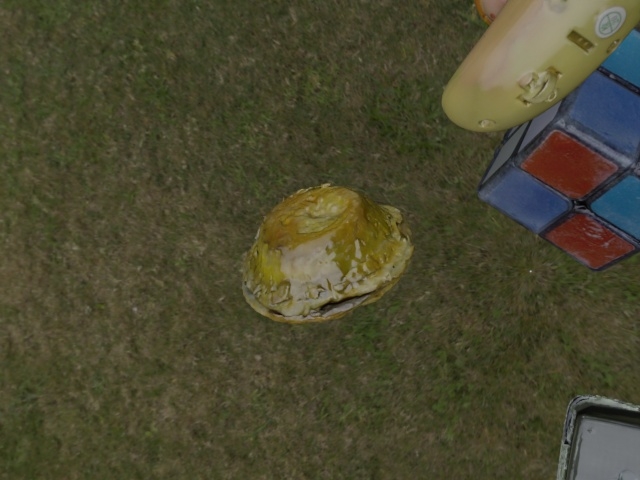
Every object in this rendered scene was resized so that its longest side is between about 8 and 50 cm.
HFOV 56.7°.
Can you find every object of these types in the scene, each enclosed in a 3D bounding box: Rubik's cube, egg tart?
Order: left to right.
[{"bbox_3d":[0.000,0.000,0.901,0.295,0.294,0.116,-6,125,19],"label":"egg tart"},{"bbox_3d":[0.551,-0.177,1.153,0.318,0.313,0.316,32,65,1],"label":"Rubik's cube"}]

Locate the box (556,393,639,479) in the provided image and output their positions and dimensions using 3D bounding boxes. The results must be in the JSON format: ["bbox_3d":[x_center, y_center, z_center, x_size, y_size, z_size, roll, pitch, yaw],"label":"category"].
[{"bbox_3d":[0.493,0.404,0.944,0.221,0.166,0.290,6,86,33],"label":"box"}]

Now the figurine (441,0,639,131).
[{"bbox_3d":[0.235,-0.258,0.610,0.324,0.124,0.222,-53,31,31],"label":"figurine"}]
